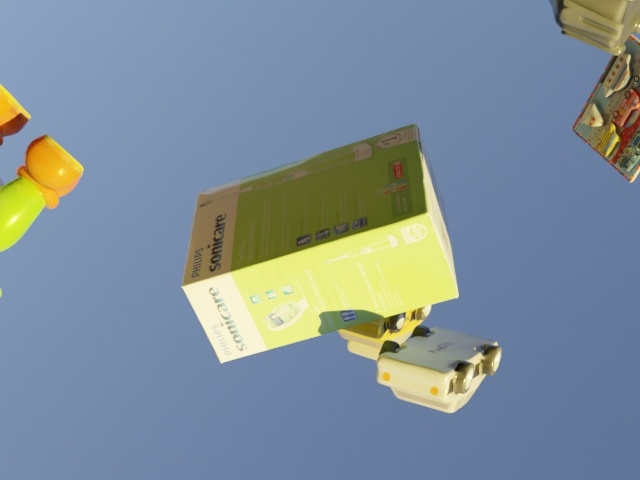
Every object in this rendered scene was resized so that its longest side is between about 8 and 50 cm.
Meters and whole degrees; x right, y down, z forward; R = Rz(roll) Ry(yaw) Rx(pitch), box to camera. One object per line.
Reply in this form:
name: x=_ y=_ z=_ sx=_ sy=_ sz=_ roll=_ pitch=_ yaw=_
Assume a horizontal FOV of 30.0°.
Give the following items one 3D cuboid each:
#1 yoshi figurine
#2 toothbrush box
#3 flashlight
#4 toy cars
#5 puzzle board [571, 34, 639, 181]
yoshi figurine: x=-0.425 y=-0.005 z=1.198 sx=0.362 sy=0.203 sz=0.203 roll=-44 pitch=-140 yaw=-7
toothbrush box: x=0.000 y=0.000 z=1.366 sx=0.283 sy=0.122 sz=0.206 roll=-16 pitch=-148 yaw=9
flashlight: x=0.157 y=-0.262 z=1.109 sx=0.304 sy=0.103 sz=0.103 roll=31 pitch=-104 yaw=23
toy cars: x=0.098 y=0.129 z=1.404 sx=0.394 sy=0.177 sz=0.087 roll=-139 pitch=-123 yaw=-70
puzzle board: x=0.324 y=-0.140 z=1.256 sx=0.096 sy=0.011 sz=0.128 roll=48 pitch=-49 yaw=32
